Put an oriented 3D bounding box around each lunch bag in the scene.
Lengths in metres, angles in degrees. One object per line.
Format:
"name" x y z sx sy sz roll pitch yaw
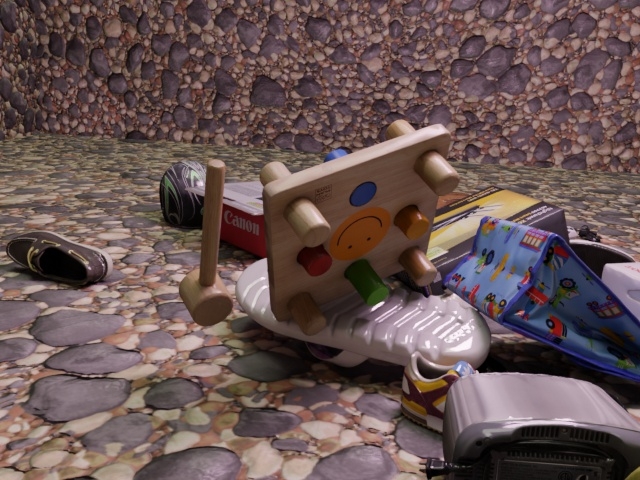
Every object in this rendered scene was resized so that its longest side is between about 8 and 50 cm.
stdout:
"lunch bag" 0.361 0.102 0.936 0.293 0.138 0.221 31 3 -12

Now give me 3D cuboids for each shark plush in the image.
"shark plush" 0.246 0.105 1.156 0.161 0.073 0.067 -15 -7 -36

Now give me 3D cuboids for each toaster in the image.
"toaster" 0.205 0.209 0.633 0.226 0.129 0.146 2 11 4

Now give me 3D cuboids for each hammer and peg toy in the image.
"hammer and peg toy" 0.000 0.000 0.829 0.361 0.266 0.127 -21 52 -19

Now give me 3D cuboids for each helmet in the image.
"helmet" -0.336 -0.124 1.673 0.169 0.162 0.169 3 15 -1

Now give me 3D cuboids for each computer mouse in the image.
"computer mouse" 0.634 -0.018 1.696 0.192 0.042 0.106 6 19 -8

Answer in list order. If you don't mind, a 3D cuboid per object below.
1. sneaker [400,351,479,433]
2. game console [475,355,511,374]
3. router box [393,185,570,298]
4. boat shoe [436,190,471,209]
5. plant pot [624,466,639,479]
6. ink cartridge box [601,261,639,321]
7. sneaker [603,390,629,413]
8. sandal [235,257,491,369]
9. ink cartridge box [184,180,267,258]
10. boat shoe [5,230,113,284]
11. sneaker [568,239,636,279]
"sneaker" 0.180 0.191 0.764 0.185 0.084 0.069 12 18 31
"game console" 0.215 0.198 0.885 0.107 0.071 0.122 30 7 -20
"router box" 0.295 0.000 1.303 0.308 0.081 0.243 -24 22 -13
"boat shoe" 0.277 -0.053 1.657 0.307 0.111 0.104 -13 22 -16
"plant pot" 0.376 0.209 0.468 0.253 0.276 0.276 -14 20 -18
"ink cartridge box" 0.634 0.114 1.071 0.272 0.114 0.197 -1 17 -17
"sneaker" 0.329 0.204 0.763 0.063 0.073 0.162 -5 17 -24
"sandal" 0.041 0.128 0.959 0.416 0.102 0.169 16 36 32
"ink cartridge box" -0.127 -0.047 1.488 0.271 0.130 0.309 -8 19 -38
"boat shoe" -0.509 0.032 1.225 0.227 0.081 0.068 10 13 16
"sneaker" 0.516 0.024 1.383 0.295 0.124 0.178 8 26 23
